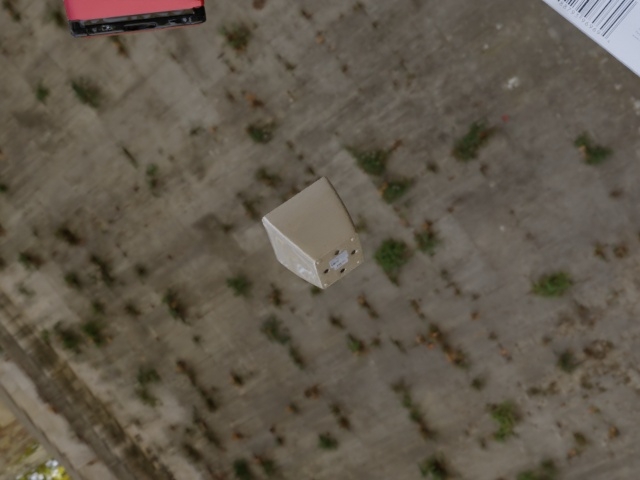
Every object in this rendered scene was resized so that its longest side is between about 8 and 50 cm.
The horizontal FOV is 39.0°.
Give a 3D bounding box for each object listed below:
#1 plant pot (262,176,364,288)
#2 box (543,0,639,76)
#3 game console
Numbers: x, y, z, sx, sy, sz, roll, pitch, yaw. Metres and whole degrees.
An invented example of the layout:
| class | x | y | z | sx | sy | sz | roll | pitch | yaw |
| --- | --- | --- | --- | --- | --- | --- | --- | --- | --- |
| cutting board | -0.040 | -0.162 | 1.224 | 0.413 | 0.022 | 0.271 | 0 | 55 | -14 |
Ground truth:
| class | x | y | z | sx | sy | sz | roll | pitch | yaw |
| --- | --- | --- | --- | --- | --- | --- | --- | --- | --- |
| plant pot | 0.000 | 0.000 | 1.241 | 0.096 | 0.109 | 0.109 | 48 | 166 | 32 |
| box | 0.137 | -0.169 | 0.346 | 0.145 | 0.186 | 0.038 | 40 | -128 | 6 |
| game console | -0.199 | -0.267 | 0.968 | 0.124 | 0.144 | 0.085 | -128 | 31 | -75 |
